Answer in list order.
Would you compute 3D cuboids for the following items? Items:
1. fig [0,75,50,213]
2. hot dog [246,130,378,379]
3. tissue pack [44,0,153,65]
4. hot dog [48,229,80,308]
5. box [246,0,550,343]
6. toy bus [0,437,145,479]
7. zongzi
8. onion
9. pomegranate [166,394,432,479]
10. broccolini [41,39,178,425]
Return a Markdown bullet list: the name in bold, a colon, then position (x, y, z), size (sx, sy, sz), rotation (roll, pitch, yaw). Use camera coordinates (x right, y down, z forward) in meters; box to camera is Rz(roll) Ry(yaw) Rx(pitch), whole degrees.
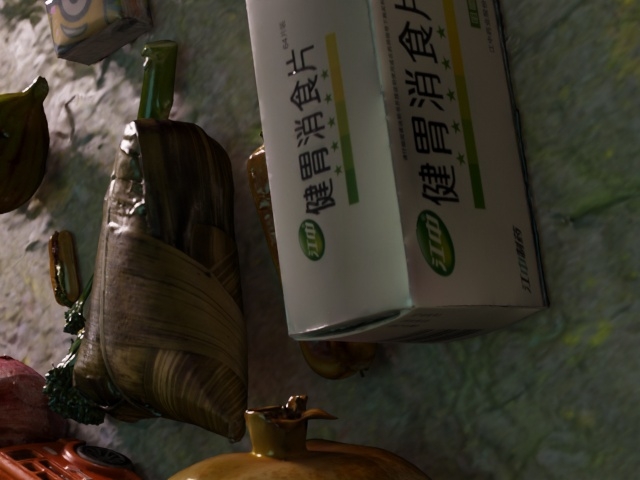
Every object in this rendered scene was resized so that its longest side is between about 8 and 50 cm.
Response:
- **fig**: position (-0.324, -0.103, 1.965), size (0.109, 0.103, 0.155), rotation (41, 107, -4)
- **hot dog**: position (0.000, 0.000, 1.680), size (0.104, 0.076, 0.250), rotation (-49, 51, 52)
- **tissue pack**: position (-0.233, -0.266, 1.913), size (0.108, 0.060, 0.148), rotation (-24, 72, 38)
- **hot dog**: position (-0.269, 0.030, 1.955), size (0.037, 0.021, 0.083), rotation (-24, 70, 40)
- **box**: position (0.060, -0.086, 1.556), size (0.145, 0.173, 0.333), rotation (-17, 76, 40)
- **toy bus**: position (-0.188, 0.308, 1.778), size (0.329, 0.153, 0.143), rotation (26, 104, 40)
- **zongzi**: position (-0.117, 0.037, 1.699), size (0.288, 0.134, 0.286), rotation (-167, 82, -65)
- **onion**: position (-0.353, 0.191, 1.907), size (0.159, 0.195, 0.159), rotation (-7, 77, 30)
- **pomegranate**: position (-0.020, 0.287, 1.536), size (0.319, 0.319, 0.319), rotation (-3, 86, 42)
- **broccolini**: position (-0.210, -0.009, 1.865), size (0.078, 0.074, 0.392), rotation (15, 99, 35)
